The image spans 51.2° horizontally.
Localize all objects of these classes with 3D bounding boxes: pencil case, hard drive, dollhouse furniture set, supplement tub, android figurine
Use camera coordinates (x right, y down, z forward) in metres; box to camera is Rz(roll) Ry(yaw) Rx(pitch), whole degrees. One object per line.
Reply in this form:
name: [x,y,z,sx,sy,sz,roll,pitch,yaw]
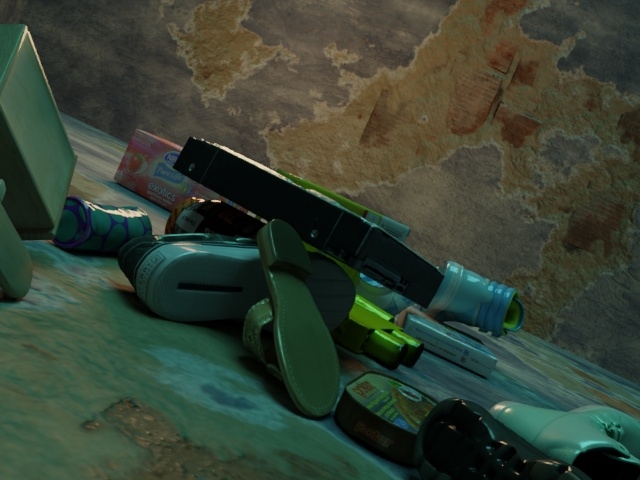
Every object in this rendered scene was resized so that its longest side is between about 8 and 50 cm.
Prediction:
pencil case: [-0.284,-0.019,0.865,0.070,0.064,0.152,42,8,14]
hard drive: [-0.016,-0.028,0.920,0.339,0.064,0.237,29,0,36]
dollhouse furniture set: [-0.434,-0.080,0.606,0.355,0.303,0.174,-2,-40,-2]
supplement tub: [-0.134,0.012,0.991,0.190,0.117,0.117,27,5,27]
android figurine: [0.030,0.117,1.075,0.273,0.056,0.248,29,6,27]

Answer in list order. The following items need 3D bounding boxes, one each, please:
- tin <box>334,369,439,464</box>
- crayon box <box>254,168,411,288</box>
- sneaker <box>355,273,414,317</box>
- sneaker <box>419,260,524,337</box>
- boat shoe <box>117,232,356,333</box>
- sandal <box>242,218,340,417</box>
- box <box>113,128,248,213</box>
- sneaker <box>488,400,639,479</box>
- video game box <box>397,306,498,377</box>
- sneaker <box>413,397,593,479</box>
tin: [0.076,0.179,0.689,0.106,0.040,0.190,30,5,17]
crayon box: [0.000,0.000,1.333,0.318,0.202,0.081,24,4,-26]
sneaker: [0.136,0.110,1.313,0.087,0.092,0.229,33,19,36]
sneaker: [0.336,0.159,1.501,0.208,0.127,0.319,22,-13,5]
boat shoe: [-0.090,0.041,0.833,0.335,0.121,0.119,18,12,-46]
sandal: [-0.046,0.092,0.710,0.088,0.079,0.240,28,37,-40]
box: [-0.323,-0.139,1.606,0.300,0.142,0.154,27,5,24]
sneaker: [0.327,0.255,0.769,0.256,0.094,0.151,12,4,-27]
video game box: [0.251,0.200,1.361,0.187,0.048,0.205,23,4,3]
sneaker: [0.167,0.202,0.486,0.106,0.101,0.267,32,5,-19]
